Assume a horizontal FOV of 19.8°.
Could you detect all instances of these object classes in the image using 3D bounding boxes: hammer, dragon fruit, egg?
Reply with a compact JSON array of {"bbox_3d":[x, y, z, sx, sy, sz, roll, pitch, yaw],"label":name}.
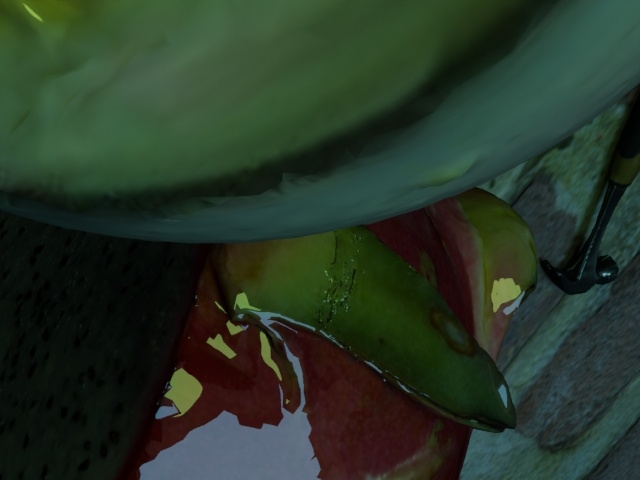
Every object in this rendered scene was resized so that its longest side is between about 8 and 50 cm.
[{"bbox_3d":[0.202,-0.047,1.228,0.078,0.021,0.201,-14,132,-43],"label":"hammer"},{"bbox_3d":[-0.032,0.073,0.788,0.226,0.305,0.305,29,100,-28],"label":"dragon fruit"},{"bbox_3d":[-0.001,-0.184,0.570,0.354,0.354,0.340,-60,165,15],"label":"egg"}]
